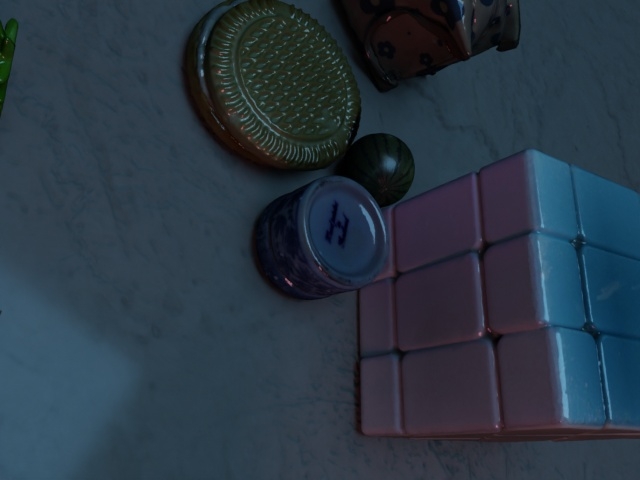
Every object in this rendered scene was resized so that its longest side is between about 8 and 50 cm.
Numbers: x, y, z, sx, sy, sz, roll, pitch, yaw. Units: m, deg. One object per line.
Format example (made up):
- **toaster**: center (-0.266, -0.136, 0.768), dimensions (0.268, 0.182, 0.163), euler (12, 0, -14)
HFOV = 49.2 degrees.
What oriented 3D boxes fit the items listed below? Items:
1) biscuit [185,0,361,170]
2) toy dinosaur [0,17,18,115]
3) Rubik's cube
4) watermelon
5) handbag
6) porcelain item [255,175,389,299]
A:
- **biscuit**: center (-0.056, -0.211, 0.938), dimensions (0.259, 0.079, 0.259), euler (13, 68, -35)
- **toy dinosaur**: center (-0.380, -0.177, 0.642), dimensions (0.177, 0.152, 0.194), euler (9, 64, -27)
- **Rubik's cube**: center (0.265, 0.104, 0.935), dimensions (0.322, 0.319, 0.316), euler (15, 66, -35)
- **watermelon**: center (0.082, -0.105, 1.005), dimensions (0.105, 0.105, 0.133), euler (43, 18, -20)
- **handbag**: center (0.168, -0.348, 1.055), dimensions (0.190, 0.251, 0.193), euler (-28, 103, -33)
- **porcelain item**: center (0.000, 0.000, 0.892), dimensions (0.147, 0.114, 0.147), euler (13, 69, -36)
